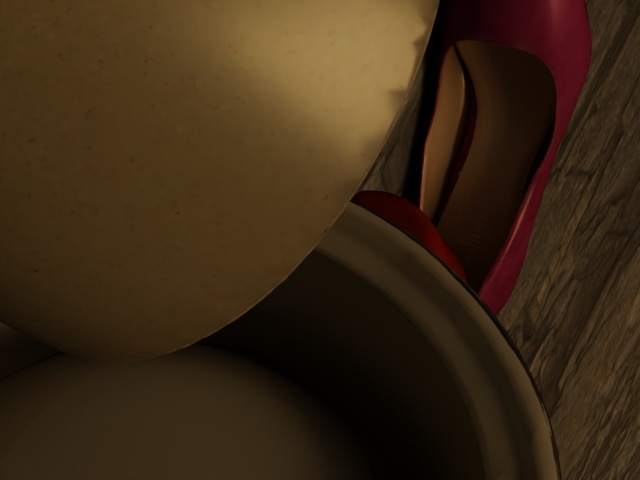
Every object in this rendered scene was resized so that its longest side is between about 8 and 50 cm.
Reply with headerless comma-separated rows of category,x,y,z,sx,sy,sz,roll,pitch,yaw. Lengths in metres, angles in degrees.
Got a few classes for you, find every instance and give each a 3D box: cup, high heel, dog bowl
cup,-0.143,-0.136,0.833,0.237,0.331,0.331,21,87,-41
high heel,0.138,-0.075,1.610,0.377,0.127,0.181,87,22,-45
dog bowl,-0.087,0.156,1.025,0.408,0.408,0.150,-54,164,-33

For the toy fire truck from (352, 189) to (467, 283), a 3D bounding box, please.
toy fire truck,0.000,0.000,1.302,0.158,0.217,0.246,48,52,-62
